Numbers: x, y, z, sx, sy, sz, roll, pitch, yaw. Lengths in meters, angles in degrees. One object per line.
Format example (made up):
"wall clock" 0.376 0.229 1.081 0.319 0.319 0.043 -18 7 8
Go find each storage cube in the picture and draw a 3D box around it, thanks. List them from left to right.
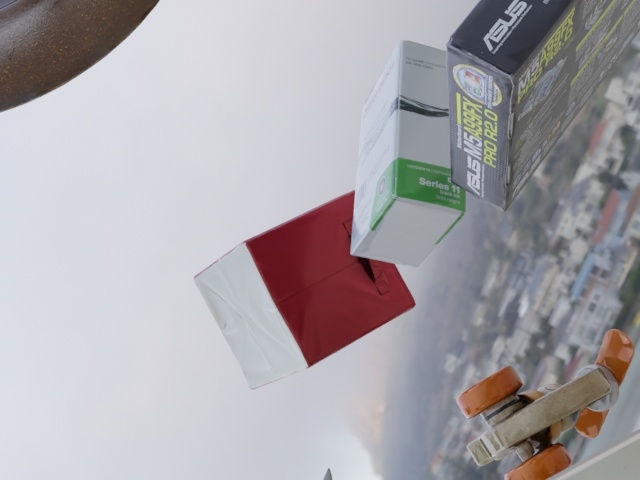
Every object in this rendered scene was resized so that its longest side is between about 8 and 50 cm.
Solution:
"storage cube" -0.026 0.071 1.360 0.193 0.184 0.215 -26 -2 -34

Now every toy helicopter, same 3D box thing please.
"toy helicopter" 0.298 0.234 1.342 0.235 0.140 0.355 -29 -16 -10

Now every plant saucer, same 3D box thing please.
"plant saucer" -0.243 -0.227 0.731 0.311 0.310 0.050 -58 -27 -18

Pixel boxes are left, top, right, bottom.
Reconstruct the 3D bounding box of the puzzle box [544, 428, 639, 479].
"puzzle box" 0.309 0.346 0.751 0.272 0.409 0.052 -23 -11 -16

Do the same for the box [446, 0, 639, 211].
"box" 0.204 -0.181 0.823 0.270 0.060 0.216 -52 -22 -14

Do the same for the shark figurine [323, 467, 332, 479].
"shark figurine" -0.007 0.416 1.373 0.116 0.166 0.278 -54 -16 16

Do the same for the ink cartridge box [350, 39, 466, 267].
"ink cartridge box" 0.101 -0.097 1.132 0.153 0.086 0.208 122 156 -61
